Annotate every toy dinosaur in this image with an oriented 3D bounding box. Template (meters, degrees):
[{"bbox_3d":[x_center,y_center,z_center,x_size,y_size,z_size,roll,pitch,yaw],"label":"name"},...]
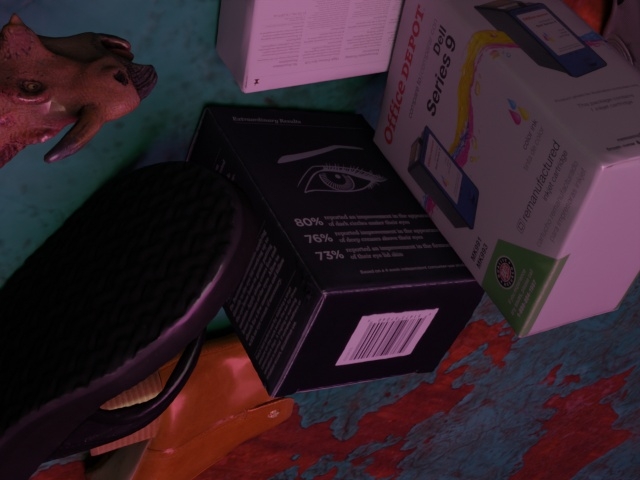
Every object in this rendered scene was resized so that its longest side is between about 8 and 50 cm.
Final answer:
[{"bbox_3d":[-0.243,-0.042,0.453,0.295,0.200,0.127,-44,142,14],"label":"toy dinosaur"}]

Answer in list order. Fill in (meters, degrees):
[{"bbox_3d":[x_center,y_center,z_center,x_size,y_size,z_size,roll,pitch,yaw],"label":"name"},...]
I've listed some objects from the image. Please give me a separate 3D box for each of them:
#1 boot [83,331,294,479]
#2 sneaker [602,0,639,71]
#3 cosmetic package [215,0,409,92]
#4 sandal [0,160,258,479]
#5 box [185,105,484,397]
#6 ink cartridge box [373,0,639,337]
[{"bbox_3d":[-0.131,0.218,0.908,0.211,0.104,0.295,-15,135,-23],"label":"boot"},{"bbox_3d":[0.321,-0.216,0.781,0.121,0.079,0.217,-28,142,-5],"label":"sneaker"},{"bbox_3d":[0.048,-0.177,0.636,0.239,0.060,0.099,-13,139,-26],"label":"cosmetic package"},{"bbox_3d":[-0.195,0.101,0.689,0.446,0.168,0.107,-40,138,24],"label":"sandal"},{"bbox_3d":[0.000,0.000,0.676,0.153,0.207,0.108,-2,133,-34],"label":"box"},{"bbox_3d":[0.132,-0.068,0.595,0.093,0.212,0.154,-12,141,-22],"label":"ink cartridge box"}]
